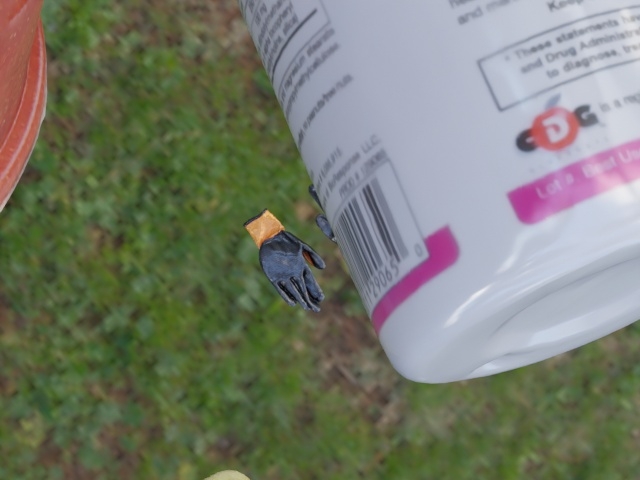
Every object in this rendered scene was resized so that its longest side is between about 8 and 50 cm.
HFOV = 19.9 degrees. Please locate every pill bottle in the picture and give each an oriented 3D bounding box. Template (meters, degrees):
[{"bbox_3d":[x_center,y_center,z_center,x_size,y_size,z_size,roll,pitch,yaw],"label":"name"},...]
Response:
[{"bbox_3d":[0.050,-0.103,0.699,0.160,0.283,0.160,-21,164,-6],"label":"pill bottle"}]

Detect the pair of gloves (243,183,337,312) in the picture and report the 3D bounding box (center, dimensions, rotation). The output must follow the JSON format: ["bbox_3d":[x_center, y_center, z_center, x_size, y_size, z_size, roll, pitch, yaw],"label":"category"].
[{"bbox_3d":[0.000,0.000,1.163,0.083,0.074,0.010,-34,180,1],"label":"pair of gloves"}]

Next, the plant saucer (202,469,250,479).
[{"bbox_3d":[-0.123,0.399,1.394,0.332,0.333,0.081,-30,171,-12],"label":"plant saucer"}]

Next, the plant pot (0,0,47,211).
[{"bbox_3d":[-0.156,-0.159,0.403,0.272,0.272,0.265,-7,142,-35],"label":"plant pot"}]
